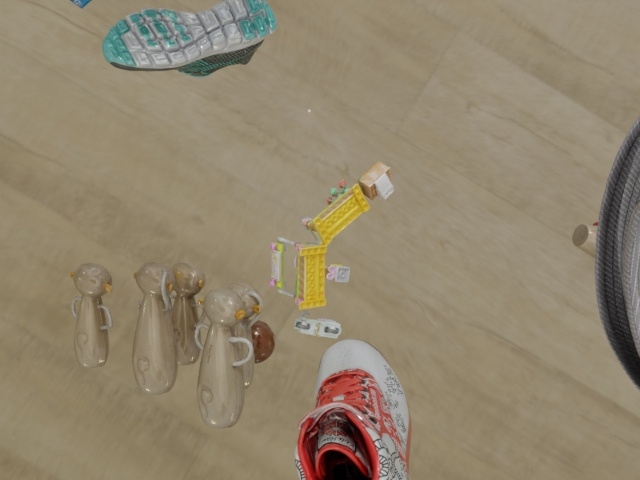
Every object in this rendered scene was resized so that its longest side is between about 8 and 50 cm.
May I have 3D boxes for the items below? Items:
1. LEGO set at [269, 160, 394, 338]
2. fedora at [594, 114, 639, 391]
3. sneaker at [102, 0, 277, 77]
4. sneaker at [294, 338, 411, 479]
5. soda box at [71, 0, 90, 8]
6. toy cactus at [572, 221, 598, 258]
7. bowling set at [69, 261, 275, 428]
[{"bbox_3d":[0.000,0.000,1.682,0.132,0.107,0.287,20,89,-36],"label":"LEGO set"},{"bbox_3d":[0.267,0.001,0.661,0.243,0.124,0.276,15,96,34],"label":"fedora"},{"bbox_3d":[-0.122,-0.175,1.021,0.166,0.076,0.065,-13,68,-25],"label":"sneaker"},{"bbox_3d":[0.030,0.169,1.030,0.090,0.270,0.145,-16,136,9],"label":"sneaker"},{"bbox_3d":[-0.341,-0.449,1.636,0.067,0.210,0.071,-28,132,37],"label":"soda box"},{"bbox_3d":[0.442,0.010,1.570,0.180,0.219,0.112,18,102,-28],"label":"toy cactus"},{"bbox_3d":[-0.141,0.084,1.278,0.287,0.200,0.154,16,111,34],"label":"bowling set"}]
